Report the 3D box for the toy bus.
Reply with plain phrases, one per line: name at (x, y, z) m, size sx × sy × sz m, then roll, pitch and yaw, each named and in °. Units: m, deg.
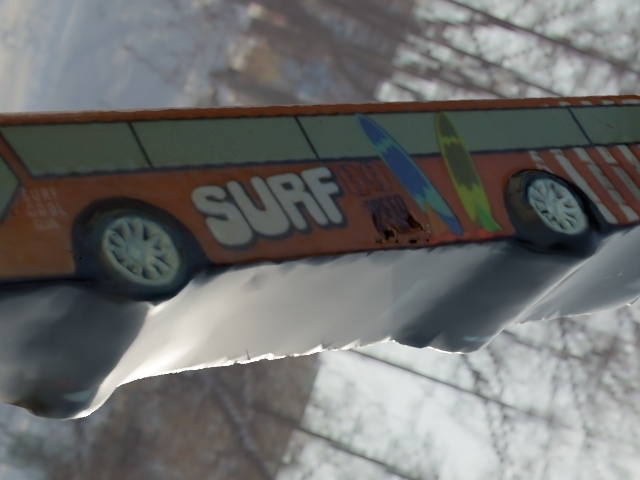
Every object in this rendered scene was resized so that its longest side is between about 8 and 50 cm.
toy bus at (0.000, 0.000, 0.718) m, size 0.093 × 0.408 × 0.092 m, roll -49°, pitch -122°, yaw 40°
